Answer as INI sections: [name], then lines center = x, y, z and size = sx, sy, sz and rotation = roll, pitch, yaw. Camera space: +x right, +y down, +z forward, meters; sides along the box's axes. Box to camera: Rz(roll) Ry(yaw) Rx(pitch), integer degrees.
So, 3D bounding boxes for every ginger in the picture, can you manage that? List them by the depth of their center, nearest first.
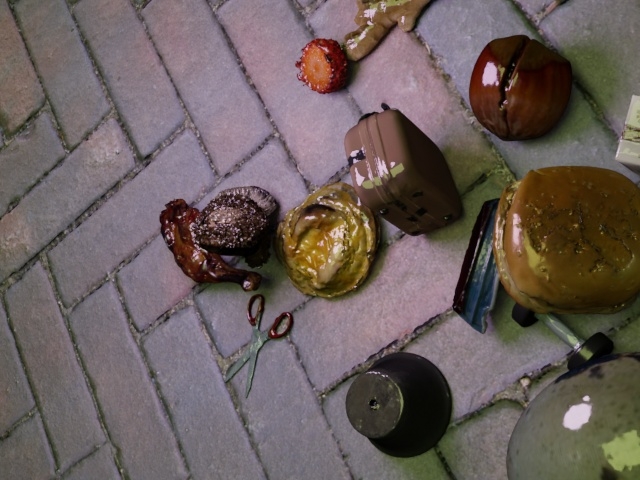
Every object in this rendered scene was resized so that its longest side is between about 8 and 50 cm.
[ginger]
center = 0.178, -0.563, 2.030
size = 0.334, 0.081, 0.147
rotation = -24, 74, 28

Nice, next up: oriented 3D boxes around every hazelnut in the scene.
[hazelnut]
center = 0.416, -0.317, 1.781
size = 0.212, 0.181, 0.181
rotation = 22, 72, 23

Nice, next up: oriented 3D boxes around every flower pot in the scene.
[flower pot]
center = 0.148, 0.358, 1.842
size = 0.235, 0.148, 0.235
rotation = -7, 77, 32

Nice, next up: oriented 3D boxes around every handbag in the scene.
[handbag]
center = 0.172, -0.170, 1.839
size = 0.149, 0.302, 0.283
rotation = -25, 63, 25

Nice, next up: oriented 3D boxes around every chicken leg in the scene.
[chicken leg]
center = -0.293, 0.035, 2.198
size = 0.407, 0.096, 0.158
rotation = 41, 116, 34

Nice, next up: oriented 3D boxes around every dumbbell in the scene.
[dumbbell]
center = 0.482, 0.179, 1.693
size = 0.191, 0.100, 0.100
rotation = 45, 105, 31

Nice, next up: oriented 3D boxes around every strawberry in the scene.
[strawberry]
center = 0.011, -0.434, 2.095
size = 0.145, 0.086, 0.145
rotation = 33, 139, 35

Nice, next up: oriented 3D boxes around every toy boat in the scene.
[toy boat]
center = 0.378, 0.048, 1.777
size = 0.142, 0.129, 0.309
rotation = 17, 93, -2

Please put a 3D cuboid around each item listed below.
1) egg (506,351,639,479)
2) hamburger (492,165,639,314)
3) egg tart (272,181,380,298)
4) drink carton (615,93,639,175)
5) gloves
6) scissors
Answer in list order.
[egg]
center = 0.530, 0.378, 1.486
size = 0.428, 0.345, 0.345
rotation = -34, 64, 40
[hamburger]
center = 0.488, -0.004, 1.634
size = 0.305, 0.174, 0.284
rotation = -1, 70, -7
[egg tart]
center = 0.000, 0.000, 2.019
size = 0.297, 0.132, 0.297
rotation = -3, 85, 34
[drink carton]
center = 0.676, -0.155, 1.503
size = 0.194, 0.325, 0.132
rotation = 15, 94, 35
[gloves]
center = -0.206, -0.032, 2.060
size = 0.210, 0.312, 0.135
rotation = 14, 115, 8
[scissors]
center = -0.167, 0.269, 2.133
size = 0.144, 0.017, 0.247
rotation = 29, 98, 33
